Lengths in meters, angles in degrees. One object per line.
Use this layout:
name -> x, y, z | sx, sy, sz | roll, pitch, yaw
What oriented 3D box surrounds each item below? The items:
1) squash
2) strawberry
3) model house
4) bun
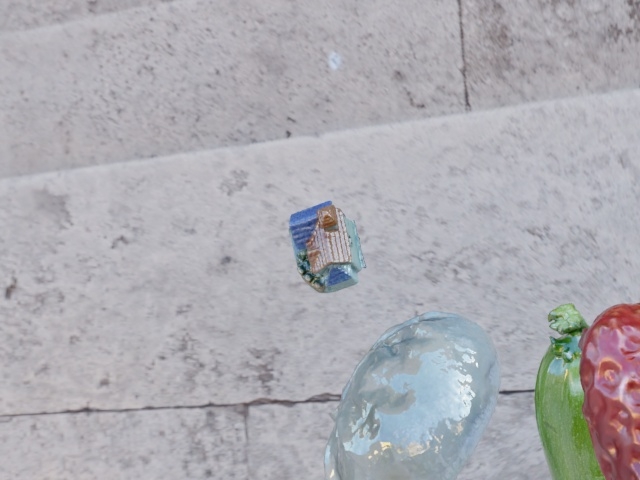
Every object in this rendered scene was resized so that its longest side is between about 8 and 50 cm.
squash -> 0.295, 0.229, 1.099 | 0.101, 0.101, 0.379 | -6, 123, 19
strawberry -> 0.287, 0.153, 0.750 | 0.205, 0.205, 0.244 | -43, 82, 10
model house -> 0.000, 0.000, 1.671 | 0.119, 0.149, 0.148 | -14, 69, 7
bun -> 0.124, 0.259, 1.490 | 0.194, 0.354, 0.355 | 31, 94, 0
